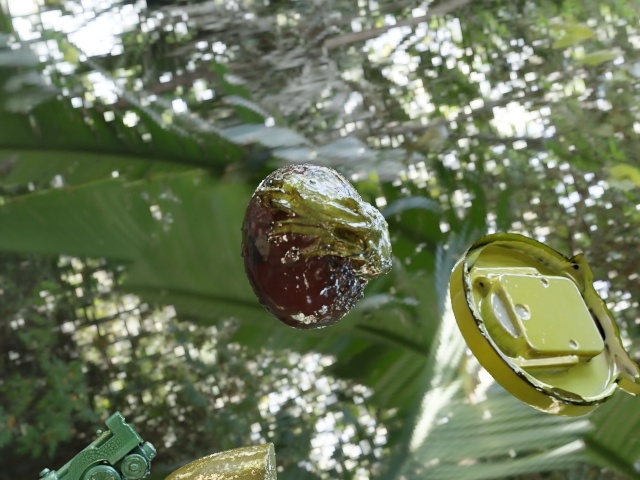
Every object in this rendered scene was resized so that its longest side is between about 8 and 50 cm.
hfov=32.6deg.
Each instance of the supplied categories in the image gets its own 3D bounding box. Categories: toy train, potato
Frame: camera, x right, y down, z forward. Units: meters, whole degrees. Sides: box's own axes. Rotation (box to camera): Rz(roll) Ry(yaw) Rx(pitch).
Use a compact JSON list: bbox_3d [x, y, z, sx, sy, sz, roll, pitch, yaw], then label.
[{"bbox_3d":[-0.327,0.339,1.589,0.104,0.178,0.071,51,-9,3],"label":"toy train"},{"bbox_3d":[-0.129,0.337,1.268,0.178,0.158,0.203,-79,165,-68],"label":"potato"}]

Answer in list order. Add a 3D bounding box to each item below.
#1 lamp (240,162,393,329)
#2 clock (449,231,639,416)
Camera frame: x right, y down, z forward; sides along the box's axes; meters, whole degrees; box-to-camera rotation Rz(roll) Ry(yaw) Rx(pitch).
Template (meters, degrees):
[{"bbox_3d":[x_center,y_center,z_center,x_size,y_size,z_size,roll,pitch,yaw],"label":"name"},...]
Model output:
[{"bbox_3d":[0.001,0.005,1.018,0.157,0.135,0.156,-47,131,-67],"label":"lamp"},{"bbox_3d":[0.296,0.118,1.507,0.071,0.293,0.277,-48,-137,39],"label":"clock"}]
